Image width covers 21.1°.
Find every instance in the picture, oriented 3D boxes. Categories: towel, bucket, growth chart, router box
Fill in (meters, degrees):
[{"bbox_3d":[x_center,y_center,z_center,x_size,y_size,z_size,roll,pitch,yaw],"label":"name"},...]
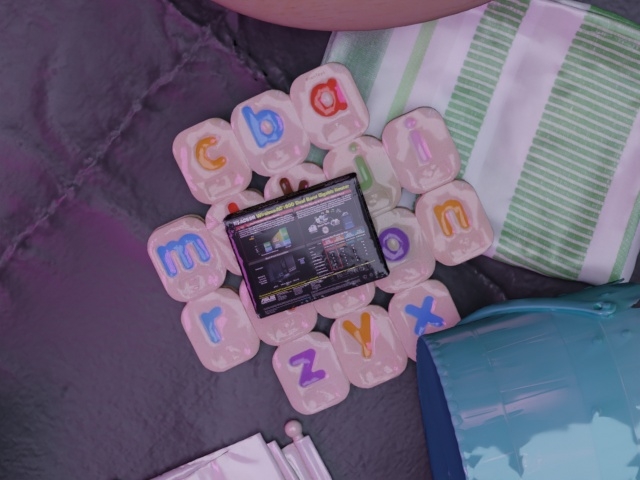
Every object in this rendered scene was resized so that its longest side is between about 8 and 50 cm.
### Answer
[{"bbox_3d":[0.156,-0.111,1.517,0.325,0.038,0.248,19,93,-3],"label":"towel"},{"bbox_3d":[0.191,0.177,1.420,0.183,0.281,0.281,-10,93,-4],"label":"bucket"},{"bbox_3d":[-0.087,0.263,1.531,0.237,0.021,0.172,-19,94,-2],"label":"growth chart"},{"bbox_3d":[-0.012,0.004,1.474,0.122,0.038,0.092,-18,99,4],"label":"router box"}]

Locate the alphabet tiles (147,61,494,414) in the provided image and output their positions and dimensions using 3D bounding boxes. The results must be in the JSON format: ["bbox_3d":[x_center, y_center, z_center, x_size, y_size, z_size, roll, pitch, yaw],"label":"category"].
[{"bbox_3d":[0.000,0.000,1.503,0.284,0.021,0.278,-25,99,6],"label":"alphabet tiles"}]

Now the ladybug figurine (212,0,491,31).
[{"bbox_3d":[0.062,-0.334,1.381,0.449,0.162,0.305,-9,118,17],"label":"ladybug figurine"}]
